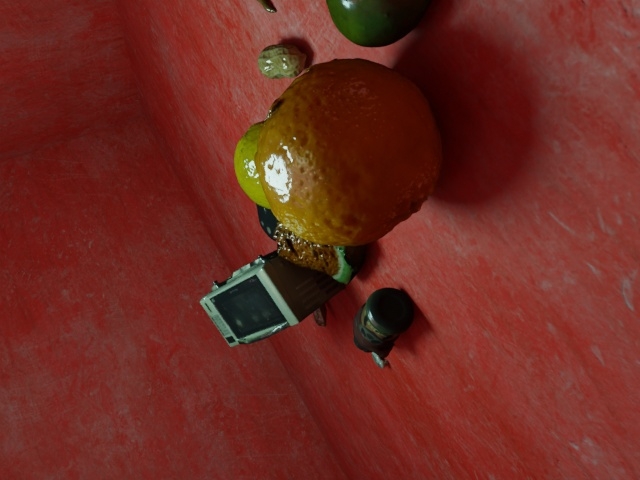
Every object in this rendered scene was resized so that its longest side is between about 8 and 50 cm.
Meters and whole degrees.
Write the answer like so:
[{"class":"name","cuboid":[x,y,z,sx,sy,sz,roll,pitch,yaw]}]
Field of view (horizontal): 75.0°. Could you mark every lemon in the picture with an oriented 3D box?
[{"class":"lemon","cuboid":[-0.117,-0.213,1.174,0.267,0.267,0.267,47,153,34]}]

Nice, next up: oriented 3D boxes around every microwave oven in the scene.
[{"class":"microwave oven","cuboid":[-0.181,0.176,1.480,0.394,0.333,0.247,-28,92,40]}]

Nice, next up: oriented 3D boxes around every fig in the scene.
[{"class":"fig","cuboid":[0.084,-0.394,0.645,0.181,0.191,0.181,11,118,21]}]

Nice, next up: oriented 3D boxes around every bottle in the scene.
[{"class":"bottle","cuboid":[0.170,0.250,1.201,0.271,0.143,0.156,108,156,-56]}]

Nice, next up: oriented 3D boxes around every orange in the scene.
[{"class":"orange","cuboid":[0.059,-0.144,0.761,0.293,0.340,0.340,41,151,20]}]

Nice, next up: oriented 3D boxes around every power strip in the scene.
[{"class":"power strip","cuboid":[0.206,0.413,1.453,0.083,0.035,0.055,-138,28,-67]}]

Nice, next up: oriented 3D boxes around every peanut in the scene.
[{"class":"peanut","cuboid":[-0.103,-0.459,1.071,0.194,0.093,0.083,31,128,55]}]

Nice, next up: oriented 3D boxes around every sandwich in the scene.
[{"class":"sandwich","cuboid":[0.000,0.000,1.263,0.301,0.162,0.250,18,153,17]}]

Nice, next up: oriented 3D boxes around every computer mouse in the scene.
[{"class":"computer mouse","cuboid":[-0.167,-0.133,1.552,0.170,0.100,0.269,30,135,44]}]

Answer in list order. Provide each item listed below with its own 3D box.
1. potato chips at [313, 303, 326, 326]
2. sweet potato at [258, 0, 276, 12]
[{"class":"potato chips","cuboid":[-0.051,0.150,1.647,0.057,0.080,0.407,-13,106,28]},{"class":"sweet potato","cuboid":[-0.152,-0.624,1.080,0.115,0.026,0.026,56,157,19]}]
